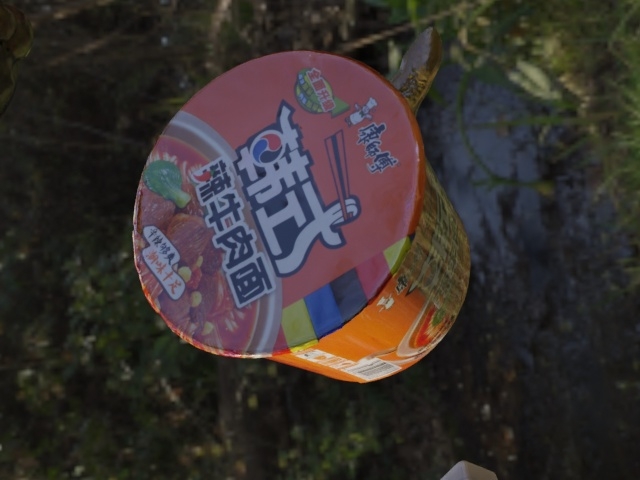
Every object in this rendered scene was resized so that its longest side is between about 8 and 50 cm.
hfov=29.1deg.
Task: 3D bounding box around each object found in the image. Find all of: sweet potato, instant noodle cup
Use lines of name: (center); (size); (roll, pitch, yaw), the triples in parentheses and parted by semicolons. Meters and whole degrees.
sweet potato: (0.088, -0.146, 1.326); (0.054, 0.053, 0.182); (26, 119, 18)
instant noodle cup: (0.000, 0.000, 1.000); (0.192, 0.250, 0.250); (40, -148, -57)

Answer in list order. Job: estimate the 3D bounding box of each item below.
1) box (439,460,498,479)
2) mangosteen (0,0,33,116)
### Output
box: (0.214, 0.391, 1.850); (0.122, 0.089, 0.062); (-50, 30, 29)
mangosteen: (-0.392, -0.211, 1.292); (0.194, 0.230, 0.194); (51, -173, -8)
